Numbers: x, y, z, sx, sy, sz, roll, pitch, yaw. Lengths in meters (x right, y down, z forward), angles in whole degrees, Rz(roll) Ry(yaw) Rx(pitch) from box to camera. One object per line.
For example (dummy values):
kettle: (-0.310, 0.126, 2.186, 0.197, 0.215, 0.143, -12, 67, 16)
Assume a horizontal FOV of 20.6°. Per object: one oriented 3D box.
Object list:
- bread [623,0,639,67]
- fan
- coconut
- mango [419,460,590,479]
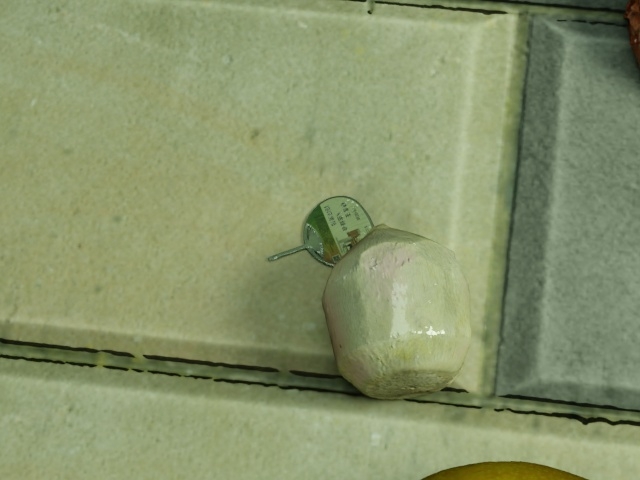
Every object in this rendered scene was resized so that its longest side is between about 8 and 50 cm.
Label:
bread: (0.312, -0.174, 1.348, 0.160, 0.073, 0.160, -1, 68, 3)
fan: (0.009, 0.003, 1.314, 0.060, 0.003, 0.080, 37, 71, 19)
coconut: (0.053, 0.046, 1.242, 0.110, 0.110, 0.124, -6, 67, -1)
mango: (0.145, 0.213, 1.158, 0.227, 0.099, 0.136, 9, 60, -2)
